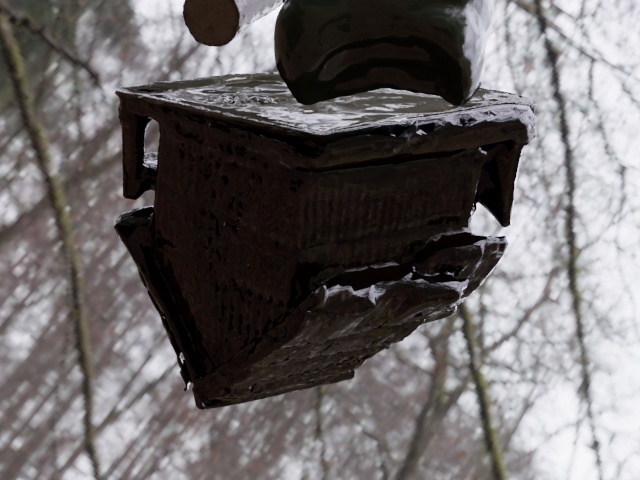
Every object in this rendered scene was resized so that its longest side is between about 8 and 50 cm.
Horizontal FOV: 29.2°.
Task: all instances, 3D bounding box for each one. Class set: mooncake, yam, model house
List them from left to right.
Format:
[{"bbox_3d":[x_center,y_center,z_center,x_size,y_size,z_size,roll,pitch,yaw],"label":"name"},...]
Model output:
[{"bbox_3d":[-0.095,-0.280,1.408,0.084,0.127,0.084,15,-53,20],"label":"yam"},{"bbox_3d":[0.000,0.000,1.132,0.297,0.317,0.282,27,-57,51],"label":"model house"},{"bbox_3d":[0.047,-0.168,0.957,0.168,0.175,0.104,59,1,17],"label":"mooncake"}]
